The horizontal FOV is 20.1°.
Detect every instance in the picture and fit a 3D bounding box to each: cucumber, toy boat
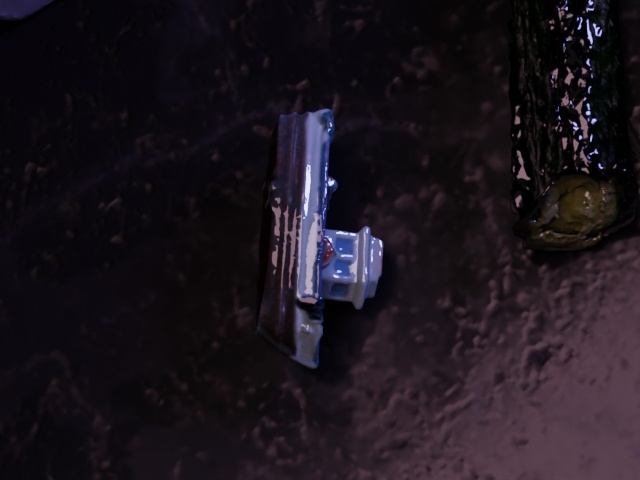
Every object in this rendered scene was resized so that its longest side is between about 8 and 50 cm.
[{"bbox_3d":[0.127,-0.119,0.949,0.067,0.067,0.245,-6,74,15],"label":"cucumber"},{"bbox_3d":[0.000,0.000,0.959,0.066,0.059,0.140,7,72,-9],"label":"toy boat"}]

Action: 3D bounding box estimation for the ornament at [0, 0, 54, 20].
[{"bbox_3d":[-0.262,-0.257,1.014,0.239,0.240,0.240,-30,67,5],"label":"ornament"}]
